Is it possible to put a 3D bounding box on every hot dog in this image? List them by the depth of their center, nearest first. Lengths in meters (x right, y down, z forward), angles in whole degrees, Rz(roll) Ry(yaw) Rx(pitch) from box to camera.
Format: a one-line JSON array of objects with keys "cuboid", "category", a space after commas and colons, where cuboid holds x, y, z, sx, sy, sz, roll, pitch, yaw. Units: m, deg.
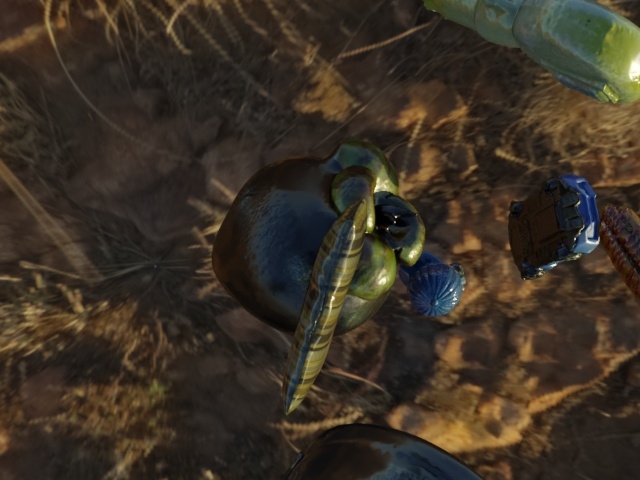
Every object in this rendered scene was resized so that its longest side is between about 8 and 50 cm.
[{"cuboid": [0.352, 0.021, 1.335, 0.062, 0.038, 0.144, -42, 68, 31], "category": "hot dog"}]

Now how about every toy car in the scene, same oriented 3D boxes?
[{"cuboid": [0.284, -0.014, 1.481, 0.063, 0.216, 0.103, -7, 80, -10], "category": "toy car"}]

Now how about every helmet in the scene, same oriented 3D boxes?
[{"cuboid": [0.065, 0.299, 1.053, 0.279, 0.230, 0.160, 34, 48, 16], "category": "helmet"}]

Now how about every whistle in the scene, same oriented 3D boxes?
[{"cuboid": [0.148, -0.149, 0.863, 0.198, 0.104, 0.057, 29, 91, 37], "category": "whistle"}]

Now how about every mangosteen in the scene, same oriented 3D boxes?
[{"cuboid": [0.000, 0.000, 1.410, 0.243, 0.243, 0.243, 0, 89, -8], "category": "mangosteen"}]

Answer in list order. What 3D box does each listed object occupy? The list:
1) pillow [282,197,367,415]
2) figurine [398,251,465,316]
[{"cuboid": [0.003, 0.062, 1.178, 0.038, 0.113, 0.203, 19, 105, 5], "category": "pillow"}, {"cuboid": [0.146, 0.059, 1.527, 0.077, 0.136, 0.079, -4, 81, 17], "category": "figurine"}]
